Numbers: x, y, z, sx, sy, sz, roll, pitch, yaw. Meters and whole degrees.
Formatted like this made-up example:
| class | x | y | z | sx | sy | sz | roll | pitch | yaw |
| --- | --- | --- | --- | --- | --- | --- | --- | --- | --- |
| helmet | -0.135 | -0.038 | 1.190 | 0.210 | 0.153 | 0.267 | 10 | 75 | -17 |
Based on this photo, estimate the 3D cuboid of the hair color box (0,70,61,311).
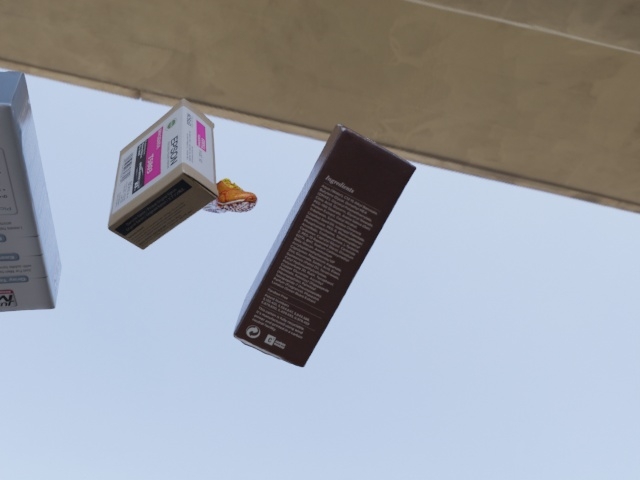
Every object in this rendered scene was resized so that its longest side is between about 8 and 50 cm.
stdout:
| class | x | y | z | sx | sy | sz | roll | pitch | yaw |
| --- | --- | --- | --- | --- | --- | --- | --- | --- | --- |
| hair color box | -0.518 | -0.056 | 0.767 | 0.185 | 0.114 | 0.375 | -3 | -50 | -18 |

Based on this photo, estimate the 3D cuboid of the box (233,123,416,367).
| class | x | y | z | sx | sy | sz | roll | pitch | yaw |
| --- | --- | --- | --- | --- | --- | --- | --- | --- | --- |
| box | 0.000 | 0.000 | 0.887 | 0.143 | 0.191 | 0.382 | 25 | -77 | -7 |

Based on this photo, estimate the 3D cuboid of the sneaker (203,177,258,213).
| class | x | y | z | sx | sy | sz | roll | pitch | yaw |
| --- | --- | --- | --- | --- | --- | --- | --- | --- | --- |
| sneaker | -0.176 | -0.086 | 0.965 | 0.064 | 0.068 | 0.175 | 9 | -3 | -40 |

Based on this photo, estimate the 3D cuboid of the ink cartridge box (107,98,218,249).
| class | x | y | z | sx | sy | sz | roll | pitch | yaw |
| --- | --- | --- | --- | --- | --- | --- | --- | --- | --- |
| ink cartridge box | -0.295 | -0.129 | 0.969 | 0.193 | 0.235 | 0.088 | -33 | -46 | 19 |
